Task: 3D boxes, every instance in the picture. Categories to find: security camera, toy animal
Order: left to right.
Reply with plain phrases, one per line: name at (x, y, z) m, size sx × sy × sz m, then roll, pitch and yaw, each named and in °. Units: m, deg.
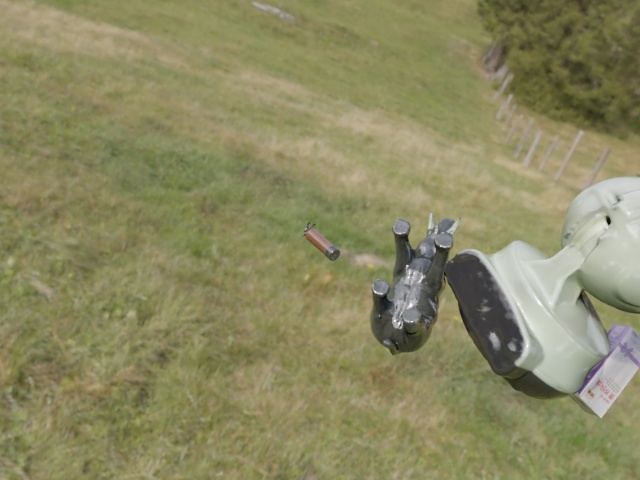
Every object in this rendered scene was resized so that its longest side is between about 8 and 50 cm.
toy animal at (0.132, 0.033, 1.098) m, size 0.082 × 0.137 × 0.269 m, roll 16°, pitch 55°, yaw 18°
security camera at (0.314, 0.038, 0.970) m, size 0.191 × 0.277 × 0.197 m, roll 21°, pitch 35°, yaw -41°

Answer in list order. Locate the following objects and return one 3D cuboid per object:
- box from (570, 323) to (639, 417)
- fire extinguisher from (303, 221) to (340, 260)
box at (0.367, 0.165, 1.072) m, size 0.050 × 0.117 × 0.036 m, roll 46°, pitch -11°, yaw -14°
fire extinguisher at (0.000, 0.000, 1.327) m, size 0.083 × 0.028 × 0.022 m, roll 42°, pitch -2°, yaw 38°
